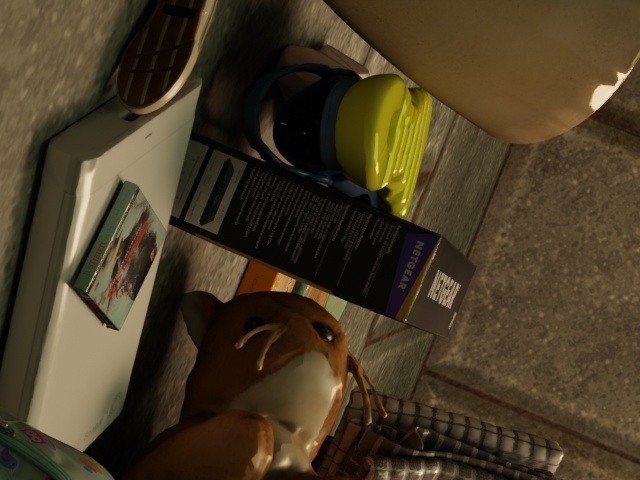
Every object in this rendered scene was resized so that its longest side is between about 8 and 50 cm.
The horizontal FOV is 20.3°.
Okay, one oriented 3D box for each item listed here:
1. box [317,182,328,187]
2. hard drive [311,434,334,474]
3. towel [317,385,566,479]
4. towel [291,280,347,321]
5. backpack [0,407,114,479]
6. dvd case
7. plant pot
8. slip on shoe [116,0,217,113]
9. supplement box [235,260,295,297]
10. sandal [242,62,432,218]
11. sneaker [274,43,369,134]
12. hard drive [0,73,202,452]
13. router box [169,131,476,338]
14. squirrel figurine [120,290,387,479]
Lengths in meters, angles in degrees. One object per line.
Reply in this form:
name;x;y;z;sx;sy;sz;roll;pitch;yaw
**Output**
box;0.019;-0.023;1.955;0.126;0.072;0.137;31;64;-78
hard drive;0.011;0.308;1.951;0.237;0.338;0.064;101;8;-48
towel;0.100;0.306;1.772;0.121;0.235;0.284;-86;-164;-59
towel;-0.026;0.132;2.216;0.271;0.040;0.370;51;62;-78
backpack;-0.216;0.178;1.057;0.144;0.188;0.166;37;76;-78
dvd case;-0.145;0.013;1.309;0.119;0.013;0.087;70;43;-72
plant pot;0.103;-0.246;1.485;0.256;0.274;0.257;-30;-130;43
slip on shoe;-0.107;-0.148;1.297;0.041;0.051;0.135;73;33;-69
supplement box;-0.056;0.047;1.920;0.098;0.036;0.062;12;101;-79
sandal;0.020;-0.097;1.606;0.317;0.138;0.126;40;61;-76
sneaker;-0.008;-0.134;1.728;0.094;0.080;0.212;-58;172;12
hard drive;-0.175;0.037;1.354;0.203;0.040;0.308;-46;155;-60
router box;0.000;0.000;1.574;0.309;0.242;0.081;29;84;-78
squirrel figurine;-0.104;0.236;1.643;0.397;0.281;0.371;136;-30;-57
